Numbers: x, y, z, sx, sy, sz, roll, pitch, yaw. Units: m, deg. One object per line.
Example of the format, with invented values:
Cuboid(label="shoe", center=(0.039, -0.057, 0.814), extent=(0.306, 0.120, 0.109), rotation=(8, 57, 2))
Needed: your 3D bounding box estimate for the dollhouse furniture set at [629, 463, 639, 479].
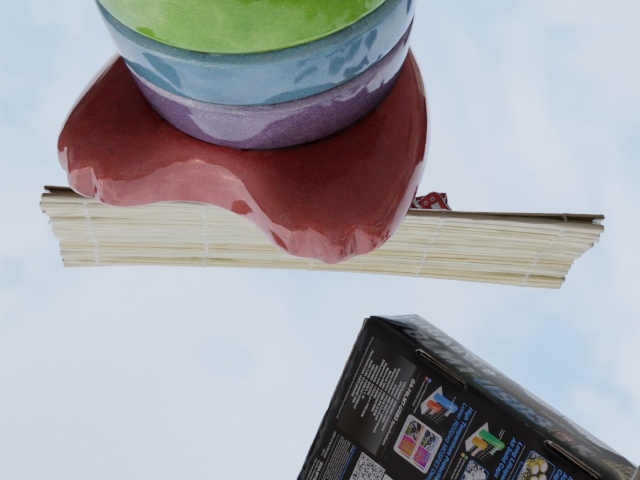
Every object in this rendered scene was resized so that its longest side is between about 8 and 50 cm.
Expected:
Cuboid(label="dollhouse furniture set", center=(0.157, 0.145, 0.441), extent=(0.183, 0.129, 0.129), rotation=(28, -174, -31))

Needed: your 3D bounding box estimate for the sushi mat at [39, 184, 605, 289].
Cuboid(label="sushi mat", center=(0.000, 0.000, 1.026), extent=(0.316, 0.151, 0.019), rotation=(3, -105, 0))

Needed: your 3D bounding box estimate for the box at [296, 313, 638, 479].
Cuboid(label="box", center=(0.100, 0.252, 1.339), extent=(0.293, 0.295, 0.073), rotation=(33, -161, 34))

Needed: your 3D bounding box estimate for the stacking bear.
Cuboid(label="stacking bear", center=(-0.036, -0.156, 0.751), extent=(0.175, 0.289, 0.164), rotation=(15, -128, 18))

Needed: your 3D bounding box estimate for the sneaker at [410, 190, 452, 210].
Cuboid(label="sneaker", center=(0.061, -0.025, 1.431), extent=(0.118, 0.067, 0.042), rotation=(29, -175, 4))
